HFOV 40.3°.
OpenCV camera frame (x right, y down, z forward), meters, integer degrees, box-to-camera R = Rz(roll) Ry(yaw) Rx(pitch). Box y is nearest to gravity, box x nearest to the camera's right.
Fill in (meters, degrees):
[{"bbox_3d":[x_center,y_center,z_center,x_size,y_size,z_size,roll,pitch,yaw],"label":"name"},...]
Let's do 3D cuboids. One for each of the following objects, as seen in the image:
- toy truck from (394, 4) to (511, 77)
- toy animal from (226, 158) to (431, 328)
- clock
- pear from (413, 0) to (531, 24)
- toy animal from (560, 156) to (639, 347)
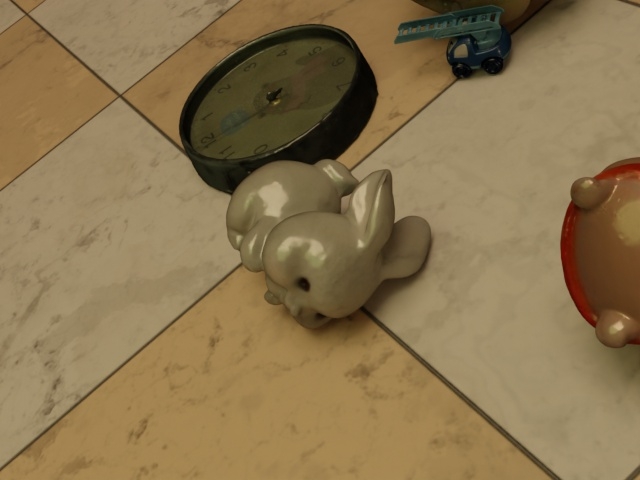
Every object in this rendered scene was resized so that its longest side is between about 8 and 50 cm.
[{"bbox_3d":[0.165,-0.244,1.079,0.136,0.074,0.063,-5,50,27],"label":"toy truck"},{"bbox_3d":[0.000,-0.008,0.923,0.178,0.127,0.193,-44,42,-15],"label":"toy animal"},{"bbox_3d":[-0.062,-0.182,1.167,0.281,0.055,0.280,-16,45,16],"label":"clock"},{"bbox_3d":[0.198,-0.407,1.071,0.271,0.271,0.271,-16,46,17],"label":"pear"},{"bbox_3d":[0.297,0.007,0.714,0.198,0.171,0.171,-7,45,-4],"label":"toy animal"}]
